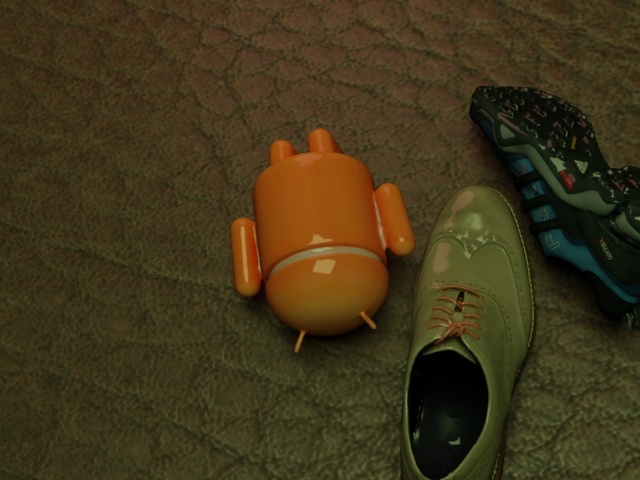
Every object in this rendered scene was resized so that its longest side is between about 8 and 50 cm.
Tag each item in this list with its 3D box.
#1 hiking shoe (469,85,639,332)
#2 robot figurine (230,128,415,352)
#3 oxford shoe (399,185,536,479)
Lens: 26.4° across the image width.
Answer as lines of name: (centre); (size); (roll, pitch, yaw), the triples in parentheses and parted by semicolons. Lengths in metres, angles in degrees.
hiking shoe: (0.229, -0.048, 1.350); (0.113, 0.132, 0.304); (-2, 35, -30)
robot figurine: (-0.002, 0.001, 1.357); (0.158, 0.128, 0.219); (2, 61, -21)
oxford shoe: (0.141, 0.090, 1.288); (0.123, 0.130, 0.348); (2, 65, 10)
